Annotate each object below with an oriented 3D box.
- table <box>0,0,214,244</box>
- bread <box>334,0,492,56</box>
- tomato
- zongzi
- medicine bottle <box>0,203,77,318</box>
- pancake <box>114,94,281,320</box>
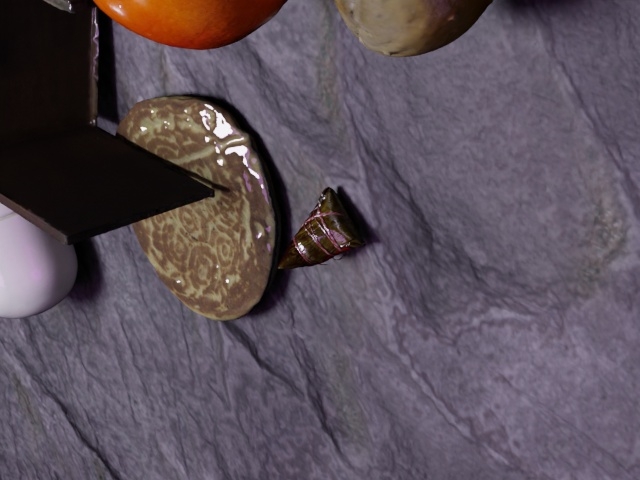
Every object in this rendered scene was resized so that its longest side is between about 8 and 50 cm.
[{"bbox_3d":[-0.256,-0.173,1.892,0.282,0.196,0.250,29,124,40],"label":"table"},{"bbox_3d":[0.064,-0.291,1.477,0.171,0.192,0.314,-11,102,4],"label":"bread"},{"bbox_3d":[-0.093,-0.272,1.656,0.180,0.259,0.260,36,145,-18],"label":"tomato"},{"bbox_3d":[0.000,0.000,1.860,0.083,0.073,0.067,-37,81,11],"label":"zongzi"},{"bbox_3d":[-0.368,-0.078,2.149,0.130,0.130,0.341,-7,106,49],"label":"medicine bottle"},{"bbox_3d":[-0.127,-0.032,1.986,0.250,0.031,0.250,25,127,38],"label":"pancake"}]
